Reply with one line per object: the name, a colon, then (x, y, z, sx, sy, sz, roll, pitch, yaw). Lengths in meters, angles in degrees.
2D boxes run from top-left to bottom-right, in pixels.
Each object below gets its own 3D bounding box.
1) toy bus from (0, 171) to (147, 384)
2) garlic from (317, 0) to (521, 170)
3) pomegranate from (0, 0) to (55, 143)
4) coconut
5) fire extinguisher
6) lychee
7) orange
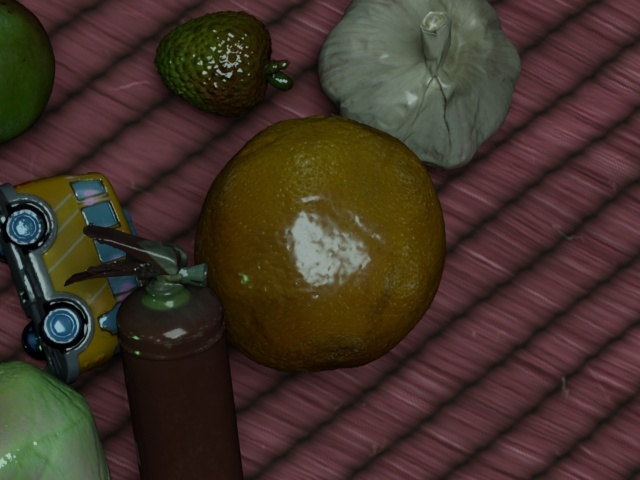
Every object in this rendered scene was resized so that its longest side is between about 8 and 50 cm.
toy bus: (-0.246, 0.032, 1.786, 0.136, 0.126, 0.209, -19, 86, -21)
garlic: (0.114, -0.184, 1.832, 0.219, 0.212, 0.218, 2, 80, -9)
pomegranate: (-0.355, -0.149, 1.777, 0.180, 0.180, 0.209, 2, 111, -10)
coconut: (-0.305, 0.237, 1.707, 0.236, 0.205, 0.235, -8, 103, -34)
fire extinguisher: (-0.159, 0.130, 1.713, 0.147, 0.106, 0.337, -4, 118, 3)
lychee: (-0.100, -0.183, 1.846, 0.146, 0.114, 0.114, 8, 81, 11)
orange: (0.000, 0.000, 1.771, 0.264, 0.264, 0.264, 1, 82, -10)
